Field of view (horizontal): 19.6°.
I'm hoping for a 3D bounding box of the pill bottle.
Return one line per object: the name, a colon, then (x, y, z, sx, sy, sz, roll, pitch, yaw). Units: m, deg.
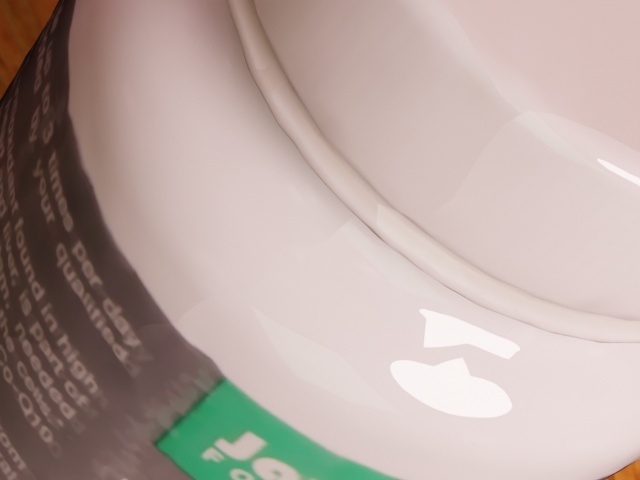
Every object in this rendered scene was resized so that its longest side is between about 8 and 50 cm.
pill bottle: (0.000, 0.000, 0.542, 0.204, 0.204, 0.361, 28, 144, -12)
